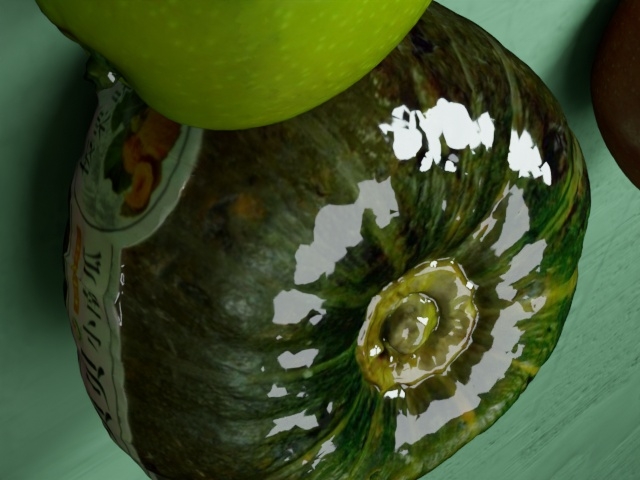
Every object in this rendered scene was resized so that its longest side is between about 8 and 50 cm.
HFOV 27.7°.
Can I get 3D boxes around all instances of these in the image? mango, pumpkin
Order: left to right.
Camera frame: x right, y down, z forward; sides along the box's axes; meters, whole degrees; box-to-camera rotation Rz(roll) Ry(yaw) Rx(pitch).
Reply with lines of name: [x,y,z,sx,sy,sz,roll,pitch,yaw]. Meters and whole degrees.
pumpkin: [-0.001,-0.002,0.618,0.260,0.189,0.260,-16,125,-25]
mango: [0.000,-0.176,0.426,0.175,0.143,0.293,9,108,-63]

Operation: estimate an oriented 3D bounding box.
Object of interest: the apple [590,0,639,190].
apple: [0.295,-0.132,0.929,0.234,0.173,0.210,-60,150,-1]
